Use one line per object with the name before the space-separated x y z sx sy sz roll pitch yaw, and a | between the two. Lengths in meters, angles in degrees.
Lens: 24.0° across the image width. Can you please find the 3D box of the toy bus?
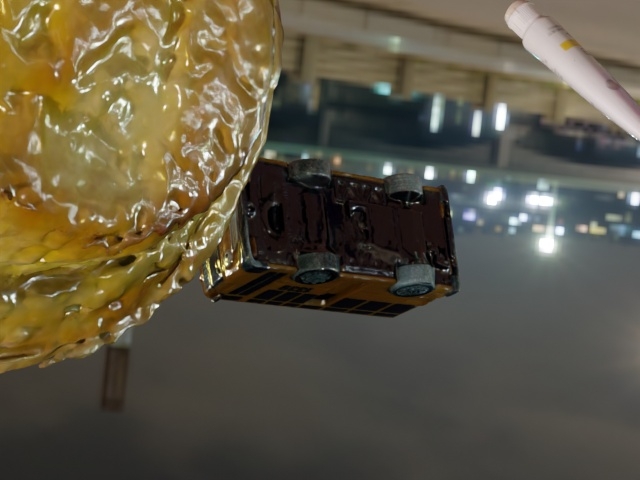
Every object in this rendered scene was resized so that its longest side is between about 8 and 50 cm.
toy bus | 0.000 0.000 1.183 0.201 0.098 0.114 8 157 -34

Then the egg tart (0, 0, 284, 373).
egg tart | -0.167 -0.129 0.891 0.443 0.443 0.178 3 -176 -44

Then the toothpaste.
toothpaste | 0.203 -0.114 1.109 0.190 0.031 0.048 49 -165 29
